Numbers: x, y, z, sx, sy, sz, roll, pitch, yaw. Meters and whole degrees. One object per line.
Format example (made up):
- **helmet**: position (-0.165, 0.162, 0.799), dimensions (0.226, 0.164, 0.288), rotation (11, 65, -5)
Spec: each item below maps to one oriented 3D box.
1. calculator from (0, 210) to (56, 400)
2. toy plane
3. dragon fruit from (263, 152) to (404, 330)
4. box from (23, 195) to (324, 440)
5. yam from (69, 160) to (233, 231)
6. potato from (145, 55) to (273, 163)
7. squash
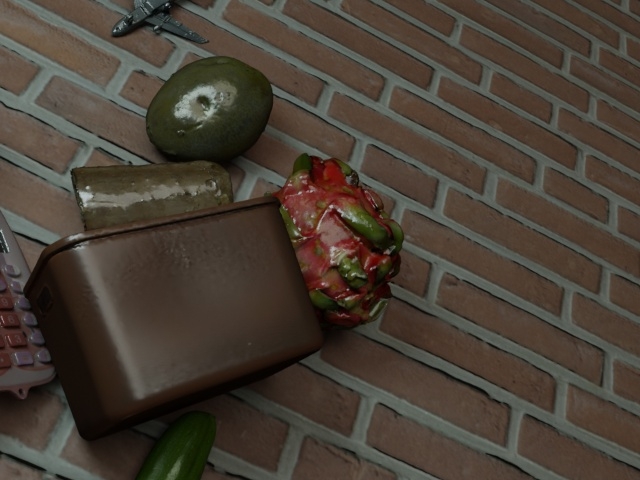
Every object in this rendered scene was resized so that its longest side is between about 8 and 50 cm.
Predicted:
- **calculator**: position (-0.460, 0.065, 1.040), dimensions (0.330, 0.048, 0.220), rotation (62, 13, 15)
- **toy plane**: position (-0.315, -0.453, 1.500), dimensions (0.226, 0.058, 0.226), rotation (51, 51, -10)
- **dragon fruit**: position (0.011, 0.001, 1.264), dimensions (0.237, 0.231, 0.303), rotation (-1, 49, -14)
- **box**: position (-0.193, 0.105, 1.078), dimensions (0.339, 0.239, 0.229), rotation (-15, 77, -34)
- **yam**: position (-0.266, -0.062, 1.234), dimensions (0.238, 0.128, 0.129), rotation (-8, 98, -24)
- **potato**: position (-0.192, -0.224, 1.359), dimensions (0.235, 0.160, 0.178), rotation (-23, 47, -20)
- **squash**: position (-0.215, 0.350, 1.023), dimensions (0.082, 0.082, 0.293), rotation (27, 51, -8)
